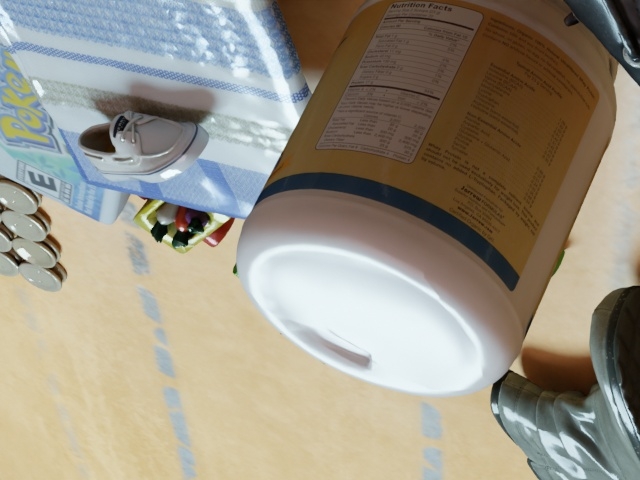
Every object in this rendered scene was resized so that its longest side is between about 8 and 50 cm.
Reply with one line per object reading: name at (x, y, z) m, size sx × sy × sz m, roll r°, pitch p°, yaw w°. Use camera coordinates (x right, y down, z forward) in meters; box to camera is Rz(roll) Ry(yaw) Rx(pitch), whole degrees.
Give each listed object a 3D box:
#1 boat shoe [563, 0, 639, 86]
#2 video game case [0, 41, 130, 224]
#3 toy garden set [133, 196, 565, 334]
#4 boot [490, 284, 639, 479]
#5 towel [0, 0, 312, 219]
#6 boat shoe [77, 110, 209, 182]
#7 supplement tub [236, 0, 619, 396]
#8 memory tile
boat shoe at (0.137, -0.139, 0.823) m, size 0.113 × 0.127 × 0.340 m, roll 7°, pitch 145°, yaw 34°
video game case at (-0.240, -0.155, 1.208) m, size 0.300 × 0.036 × 0.329 m, roll 26°, pitch 152°, yaw 2°
toy garden set at (0.000, 0.000, 1.250) m, size 0.204 × 0.049 × 0.244 m, roll 36°, pitch 151°, yaw -16°
boot at (0.172, 0.111, 1.268) m, size 0.161 × 0.083 × 0.246 m, roll 12°, pitch 148°, yaw 37°
towel at (-0.096, -0.109, 1.085) m, size 0.209 × 0.034 × 0.285 m, roll 13°, pitch 149°, yaw 28°
boat shoe at (-0.102, -0.056, 1.111) m, size 0.035 × 0.035 × 0.100 m, roll 41°, pitch 156°, yaw -30°
supplement tub at (0.060, -0.040, 0.974) m, size 0.144 × 0.200 × 0.144 m, roll 20°, pitch 151°, yaw 12°
memory tile at (-0.247, -0.016, 1.471) m, size 0.113 × 0.012 × 0.148 m, roll 19°, pitch 150°, yaw 14°
